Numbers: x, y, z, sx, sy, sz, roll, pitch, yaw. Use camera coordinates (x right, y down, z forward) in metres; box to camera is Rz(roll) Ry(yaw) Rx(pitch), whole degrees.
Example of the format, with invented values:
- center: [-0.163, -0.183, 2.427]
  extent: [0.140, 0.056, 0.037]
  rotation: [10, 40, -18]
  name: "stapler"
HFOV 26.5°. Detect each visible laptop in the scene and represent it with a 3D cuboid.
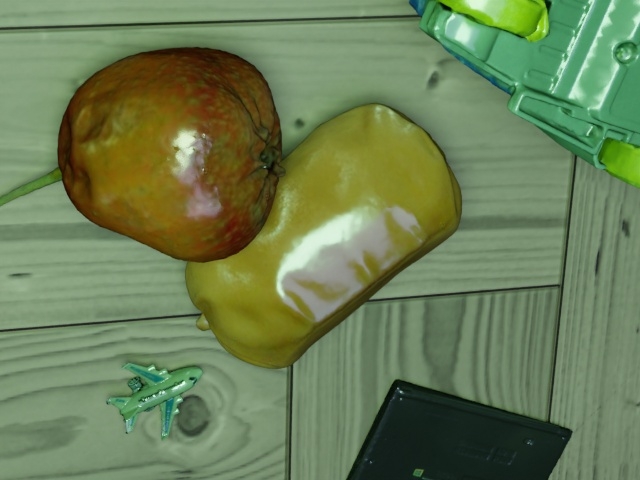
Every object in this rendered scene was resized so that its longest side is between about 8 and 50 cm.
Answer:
- center: [0.127, 0.210, 1.262]
  extent: [0.197, 0.016, 0.135]
  rotation: [17, 108, -21]
  name: "laptop"

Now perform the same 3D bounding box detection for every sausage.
- center: [0.000, 0.000, 1.082]
  extent: [0.241, 0.120, 0.136]
  rotation: [-43, 83, 2]
  name: "sausage"

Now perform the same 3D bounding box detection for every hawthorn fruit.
- center: [-0.164, -0.054, 1.029]
  extent: [0.285, 0.165, 0.165]
  rotation: [-10, 119, 24]
  name: "hawthorn fruit"

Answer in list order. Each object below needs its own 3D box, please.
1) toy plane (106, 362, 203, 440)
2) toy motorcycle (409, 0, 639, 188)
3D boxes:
- center: [-0.138, 0.128, 1.147]
  extent: [0.083, 0.033, 0.080]
  rotation: [-29, 116, -10]
  name: "toy plane"
- center: [0.186, -0.168, 1.035]
  extent: [0.326, 0.200, 0.191]
  rotation: [13, 108, -31]
  name: "toy motorcycle"
